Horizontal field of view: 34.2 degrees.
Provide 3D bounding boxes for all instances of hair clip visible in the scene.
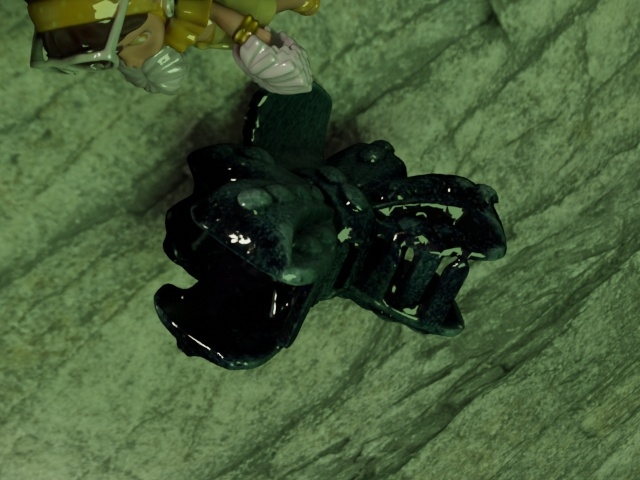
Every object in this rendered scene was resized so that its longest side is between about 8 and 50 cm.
[{"bbox_3d":[-0.006,-0.004,0.878,0.310,0.206,0.194,-2,131,-41],"label":"hair clip"}]

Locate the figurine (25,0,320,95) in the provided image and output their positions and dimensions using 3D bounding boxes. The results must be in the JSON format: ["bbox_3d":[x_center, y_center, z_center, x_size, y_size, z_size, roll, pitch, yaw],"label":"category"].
[{"bbox_3d":[-0.097,-0.164,0.726,0.240,0.175,0.115,0,95,-51],"label":"figurine"}]
